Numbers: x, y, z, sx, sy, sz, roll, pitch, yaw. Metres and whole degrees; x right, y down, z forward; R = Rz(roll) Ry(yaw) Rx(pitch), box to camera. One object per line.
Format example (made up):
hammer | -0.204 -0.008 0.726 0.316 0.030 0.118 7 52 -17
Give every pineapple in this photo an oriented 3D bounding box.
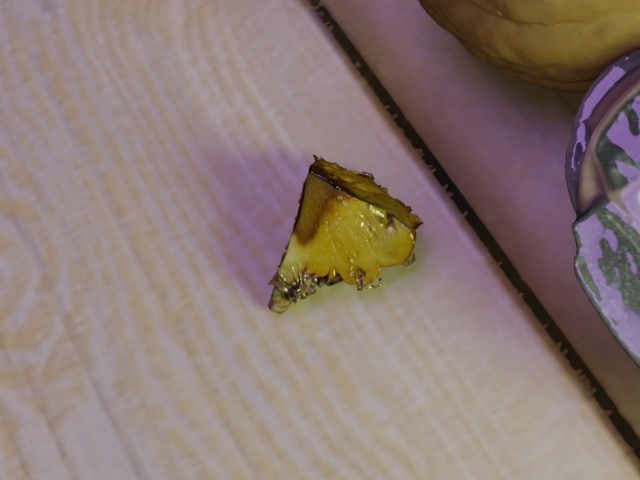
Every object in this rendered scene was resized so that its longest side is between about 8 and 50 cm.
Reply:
pineapple | 0.000 0.000 0.971 0.114 0.077 0.114 36 91 35

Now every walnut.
walnut | 0.160 -0.210 0.950 0.225 0.225 0.261 -46 45 -10

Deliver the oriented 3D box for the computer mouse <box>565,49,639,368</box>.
computer mouse | 0.292 0.039 0.825 0.199 0.115 0.389 -45 68 15
